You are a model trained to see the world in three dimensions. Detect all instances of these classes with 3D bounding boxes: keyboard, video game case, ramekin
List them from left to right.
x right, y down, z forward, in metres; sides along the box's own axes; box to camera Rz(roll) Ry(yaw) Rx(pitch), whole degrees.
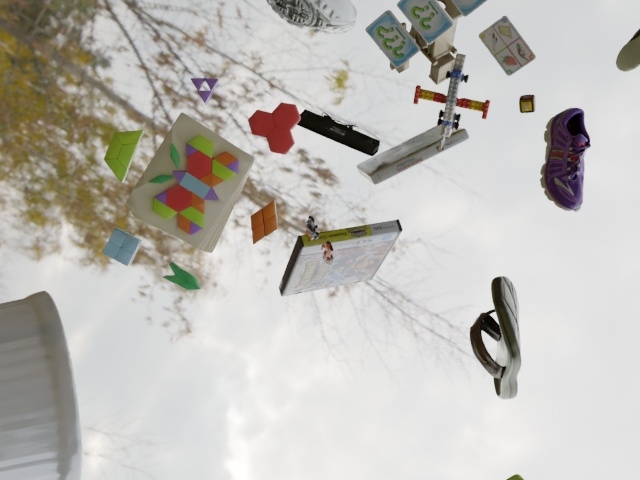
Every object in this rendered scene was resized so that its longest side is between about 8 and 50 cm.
[{"bbox_3d":[-0.411,0.212,1.050,0.277,0.135,0.277,22,-64,58],"label":"ramekin"},{"bbox_3d":[0.037,-0.224,1.720,0.100,0.192,0.038,-49,162,-53],"label":"keyboard"},{"bbox_3d":[0.042,0.046,1.911,0.275,0.248,0.035,113,-37,-59],"label":"video game case"},{"bbox_3d":[0.182,-0.180,1.642,0.206,0.026,0.227,-26,-169,1],"label":"video game case"}]

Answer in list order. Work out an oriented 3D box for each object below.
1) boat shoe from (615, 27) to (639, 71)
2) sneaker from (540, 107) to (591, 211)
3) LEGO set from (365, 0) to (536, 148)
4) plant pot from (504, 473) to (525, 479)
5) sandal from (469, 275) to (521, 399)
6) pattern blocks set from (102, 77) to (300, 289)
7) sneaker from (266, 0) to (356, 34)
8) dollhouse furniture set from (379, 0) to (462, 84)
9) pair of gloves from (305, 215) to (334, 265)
[{"bbox_3d":[0.601,-0.372,1.482,0.043,0.049,0.137,-44,167,-45],"label":"boat shoe"},{"bbox_3d":[0.381,-0.128,1.229,0.071,0.068,0.170,137,-43,-66],"label":"sneaker"},{"bbox_3d":[0.198,-0.254,1.147,0.182,0.244,0.060,-32,-166,34],"label":"LEGO set"},{"bbox_3d":[0.313,0.576,1.400,0.228,0.207,0.227,-32,-112,-12],"label":"plant pot"},{"bbox_3d":[0.305,0.186,1.402,0.086,0.303,0.120,0,-133,10],"label":"sandal"},{"bbox_3d":[-0.194,-0.087,1.228,0.026,0.285,0.325,-82,-171,-83],"label":"pattern blocks set"},{"bbox_3d":[-0.040,-0.342,0.944,0.115,0.232,0.090,-58,-166,-18],"label":"sneaker"},{"bbox_3d":[0.172,-0.373,1.545,0.160,0.182,0.101,-30,-115,-14],"label":"dollhouse furniture set"},{"bbox_3d":[0.000,0.000,1.312,0.083,0.010,0.074,59,-16,16],"label":"pair of gloves"}]
